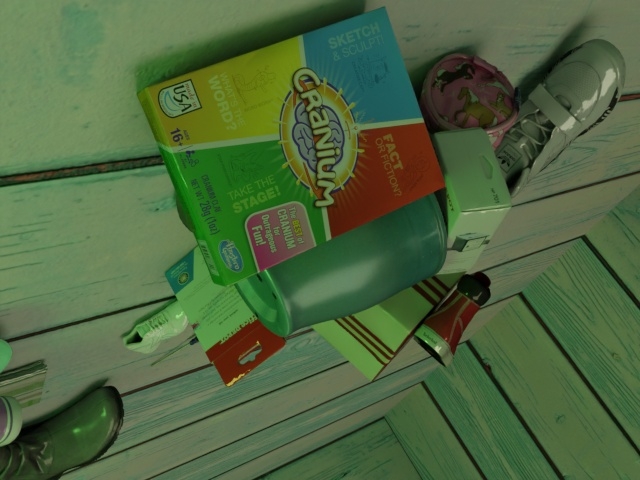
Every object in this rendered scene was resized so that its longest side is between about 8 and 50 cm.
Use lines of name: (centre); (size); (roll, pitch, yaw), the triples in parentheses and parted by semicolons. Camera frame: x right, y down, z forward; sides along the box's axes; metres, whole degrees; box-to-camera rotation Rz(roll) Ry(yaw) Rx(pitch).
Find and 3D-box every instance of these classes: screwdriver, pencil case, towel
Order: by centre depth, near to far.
pencil case: (0.218, -0.142, 1.264); (0.167, 0.160, 0.386); (-12, 153, -11)
towel: (-0.542, 0.265, 1.278); (0.113, 0.023, 0.152); (-14, 154, -34)
screwdriver: (-0.284, 0.225, 1.532); (0.170, 0.025, 0.024); (-35, 158, 4)

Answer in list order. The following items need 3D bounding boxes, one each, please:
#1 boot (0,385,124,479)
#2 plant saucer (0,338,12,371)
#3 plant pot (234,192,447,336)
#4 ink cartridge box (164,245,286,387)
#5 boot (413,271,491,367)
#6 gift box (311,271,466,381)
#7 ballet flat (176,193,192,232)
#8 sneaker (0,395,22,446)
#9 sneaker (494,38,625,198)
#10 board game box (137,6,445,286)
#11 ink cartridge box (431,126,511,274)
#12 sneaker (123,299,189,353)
boot: (-0.561, 0.405, 1.428); (0.338, 0.118, 0.222); (-43, 151, 14)
plant saucer: (-0.552, 0.181, 1.060); (0.195, 0.037, 0.195); (-28, 157, -13)
plant pot: (0.000, 0.000, 1.071); (0.255, 0.272, 0.272); (-31, 159, -23)
ink cartridge box: (-0.142, 0.112, 1.207); (0.134, 0.231, 0.078); (-38, 157, 13)
boot: (0.262, 0.146, 1.398); (0.176, 0.088, 0.244); (-50, 165, -7)
gift box: (0.111, 0.081, 1.469); (0.276, 0.258, 0.255); (-40, 165, -40)
ballet flat: (-0.132, -0.101, 0.999); (0.058, 0.084, 0.250); (-44, 169, -49)
sneaker: (-0.620, 0.322, 1.170); (0.282, 0.102, 0.161); (-38, 156, 32)
sneaker: (0.405, -0.201, 1.360); (0.210, 0.137, 0.366); (-38, 169, -36)
board game box: (-0.025, -0.118, 0.885); (0.316, 0.242, 0.064); (-25, -169, -20)
ink cartridge box: (0.200, -0.054, 1.090); (0.082, 0.140, 0.191); (-7, 152, -10)
sneaker: (-0.298, 0.160, 1.339); (0.152, 0.054, 0.061); (-40, 154, 18)
